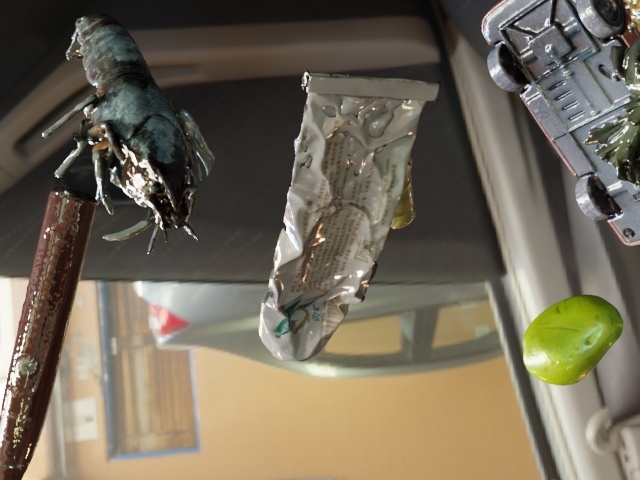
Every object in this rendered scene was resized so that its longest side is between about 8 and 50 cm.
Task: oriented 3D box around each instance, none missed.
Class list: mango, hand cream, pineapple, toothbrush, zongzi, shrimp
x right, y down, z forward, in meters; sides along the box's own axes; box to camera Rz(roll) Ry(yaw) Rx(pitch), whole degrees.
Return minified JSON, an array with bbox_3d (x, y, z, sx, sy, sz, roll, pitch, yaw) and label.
[{"bbox_3d":[0.387,0.151,1.301,0.163,0.117,0.089,-51,141,10],"label":"mango"},{"bbox_3d":[0.001,0.003,0.531,0.084,0.050,0.257,-1,139,-21],"label":"hand cream"},{"bbox_3d":[0.299,-0.163,0.717,0.125,0.251,0.125,5,-149,-3],"label":"pineapple"},{"bbox_3d":[-0.249,0.132,0.708,0.040,0.364,0.041,15,-174,-2],"label":"toothbrush"},{"bbox_3d":[0.106,-0.118,1.576,0.078,0.176,0.160,-29,137,-20],"label":"zongzi"},{"bbox_3d":[-0.248,-0.148,1.076,0.221,0.411,0.166,-4,154,-32],"label":"shrimp"}]

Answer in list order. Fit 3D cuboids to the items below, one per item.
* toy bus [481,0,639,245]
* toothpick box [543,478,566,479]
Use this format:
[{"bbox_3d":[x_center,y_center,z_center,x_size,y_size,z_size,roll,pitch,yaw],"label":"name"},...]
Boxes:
[{"bbox_3d":[0.448,-0.223,1.244,0.233,0.427,0.203,-41,-171,-39],"label":"toy bus"},{"bbox_3d":[0.208,0.360,0.783,0.175,0.175,0.271,-14,-156,46],"label":"toothpick box"}]
